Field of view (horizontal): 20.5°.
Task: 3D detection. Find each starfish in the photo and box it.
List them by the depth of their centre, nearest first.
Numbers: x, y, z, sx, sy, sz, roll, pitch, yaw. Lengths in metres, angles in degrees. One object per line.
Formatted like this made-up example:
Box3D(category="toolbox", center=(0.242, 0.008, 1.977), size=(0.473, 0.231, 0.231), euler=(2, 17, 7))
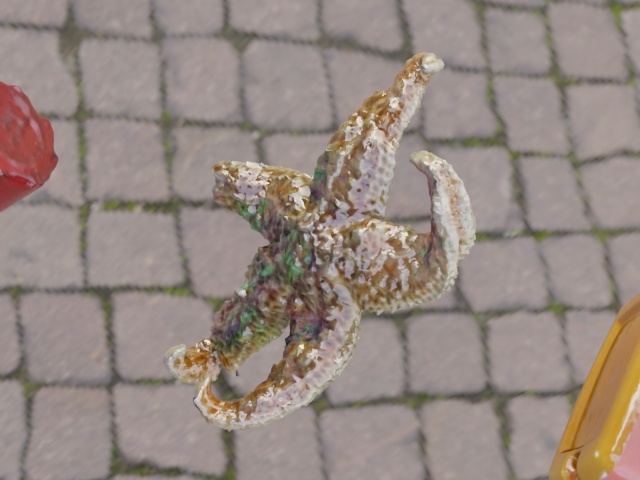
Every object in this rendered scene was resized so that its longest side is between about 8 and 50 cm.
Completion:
Box3D(category="starfish", center=(0.005, 0.001, 0.868), size=(0.150, 0.210, 0.053), euler=(30, 7, 28))

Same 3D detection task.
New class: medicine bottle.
Box3D(category="medicine bottle", center=(0.270, 0.134, 1.077), size=(0.222, 0.112, 0.149), euler=(28, 71, -3))

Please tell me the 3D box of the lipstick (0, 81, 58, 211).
Box3D(category="lipstick", center=(-0.262, 0.003, 0.941), size=(0.073, 0.279, 0.073), euler=(40, 35, -36))
